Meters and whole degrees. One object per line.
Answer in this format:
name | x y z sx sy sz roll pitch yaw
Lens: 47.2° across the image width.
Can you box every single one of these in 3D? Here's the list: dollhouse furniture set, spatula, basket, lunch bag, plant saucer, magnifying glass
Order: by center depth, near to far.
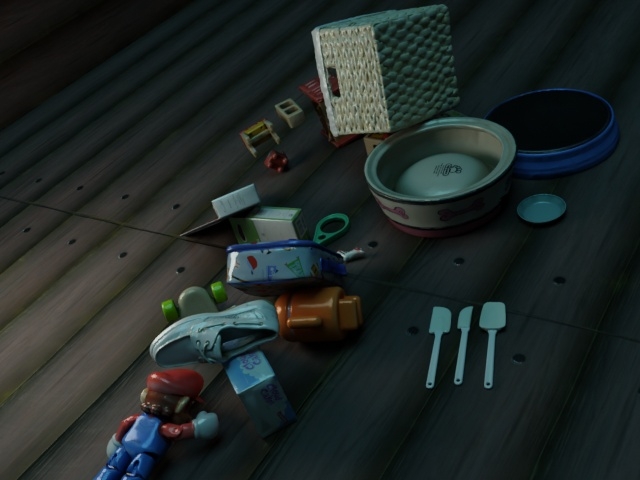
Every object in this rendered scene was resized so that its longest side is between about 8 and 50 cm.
spatula | 0.311 0.222 1.578 0.168 0.019 0.242 -3 38 19
lunch bag | -0.073 0.066 1.748 0.243 0.303 0.115 -7 80 18
plant saucer | 0.562 -0.075 1.860 0.119 0.021 0.119 -12 35 9
magnifying glass | 0.000 0.000 2.002 0.092 0.026 0.231 12 46 35
basket | 0.200 -0.495 2.135 0.331 0.328 0.266 -24 22 -34
dollhouse furniture set | -0.068 -0.368 2.383 0.374 0.201 0.152 -31 37 -6

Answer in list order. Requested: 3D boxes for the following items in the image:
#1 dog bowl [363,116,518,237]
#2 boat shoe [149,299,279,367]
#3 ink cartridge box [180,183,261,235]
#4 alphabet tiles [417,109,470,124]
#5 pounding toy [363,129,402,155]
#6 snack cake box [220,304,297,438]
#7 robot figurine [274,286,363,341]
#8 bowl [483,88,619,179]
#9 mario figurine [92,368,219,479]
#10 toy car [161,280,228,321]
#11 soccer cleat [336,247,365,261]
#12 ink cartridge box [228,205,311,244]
dog bowl | 0.328 -0.167 1.976 0.408 0.150 0.408 -12 35 8
boat shoe | -0.217 0.206 1.501 0.277 0.098 0.096 -21 35 -1
ink cartridge box | -0.294 -0.084 2.099 0.239 0.060 0.275 -23 3 -7
alphabet tiles | 0.367 -0.364 2.263 0.237 0.009 0.198 -15 34 -29
pounding toy | 0.194 -0.319 2.275 0.141 0.100 0.130 18 48 39
snack cake box | -0.158 0.279 1.591 0.089 0.152 0.264 -26 37 -11
robot figurine | -0.014 0.172 1.695 0.219 0.128 0.158 -4 42 17
bowl | 0.647 -0.316 2.097 0.391 0.077 0.391 -12 36 9
mario figurine | -0.336 0.421 1.545 0.198 0.170 0.320 28 59 1
toy car | -0.304 0.178 1.847 0.155 0.149 0.188 -20 7 -8
soccer cleat | 0.078 0.040 1.914 0.083 0.029 0.036 -2 47 26
ink cartridge box | -0.140 -0.034 2.035 0.209 0.109 0.062 4 41 28
